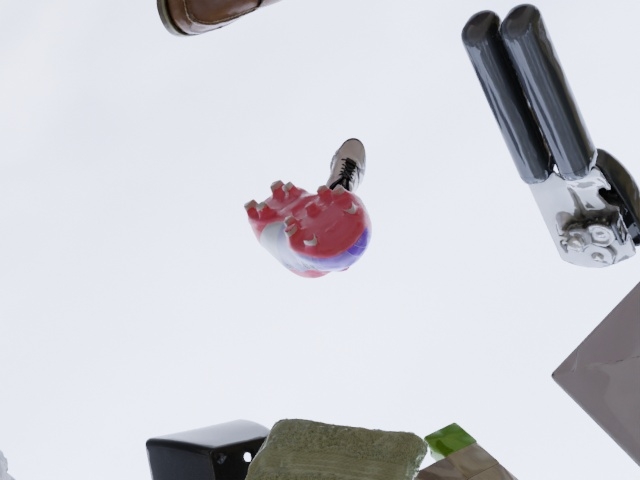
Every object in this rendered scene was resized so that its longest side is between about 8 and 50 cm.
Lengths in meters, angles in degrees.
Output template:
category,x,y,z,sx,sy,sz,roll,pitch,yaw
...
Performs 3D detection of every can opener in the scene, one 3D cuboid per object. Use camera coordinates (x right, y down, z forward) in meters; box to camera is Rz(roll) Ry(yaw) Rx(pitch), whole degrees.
category,x,y,z,sx,sy,sz,roll,pitch,yaw
can opener,0.202,-0.087,1.260,0.074,0.280,0.093,-6,-139,34

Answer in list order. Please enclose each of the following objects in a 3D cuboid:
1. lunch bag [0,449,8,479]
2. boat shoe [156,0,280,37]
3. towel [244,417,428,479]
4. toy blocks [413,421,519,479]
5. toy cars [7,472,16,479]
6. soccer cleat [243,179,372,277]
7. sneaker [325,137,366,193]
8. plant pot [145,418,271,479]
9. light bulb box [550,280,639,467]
category,x,y,z,sx,sy,sz,roll,pitch,yaw
lunch bag,-0.367,0.235,1.084,0.169,0.287,0.235,-53,-149,31
boat shoe,-0.074,-0.341,1.785,0.104,0.110,0.307,3,-147,39
towel,0.007,0.196,1.215,0.148,0.027,0.110,4,-133,24
toy blocks,0.234,0.426,1.710,0.191,0.260,0.381,-23,-144,-23
toy cars,-0.478,0.275,1.745,0.394,0.087,0.176,16,-163,32
soccer cleat,0.000,0.000,1.396,0.083,0.095,0.248,-40,-160,-12
sneaker,0.027,-0.064,1.539,0.044,0.040,0.109,123,-13,-62
plant pot,-0.145,0.385,2.310,0.187,0.188,0.167,-8,175,-31
light bulb box,0.502,0.242,1.590,0.225,0.361,0.358,-47,-146,4
